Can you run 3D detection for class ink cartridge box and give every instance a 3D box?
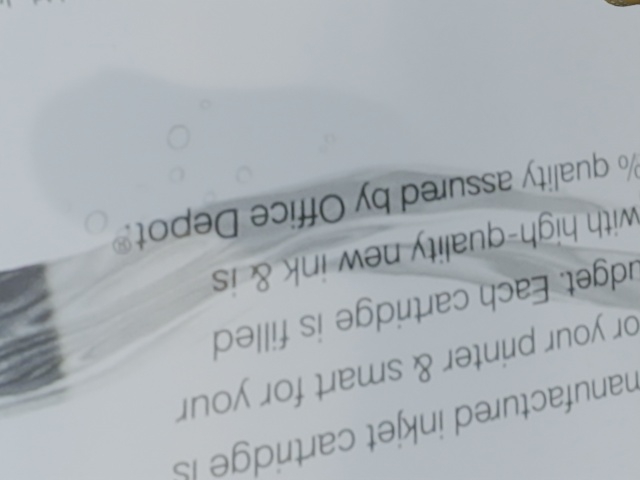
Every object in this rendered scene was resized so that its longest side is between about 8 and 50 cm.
[{"bbox_3d":[0.000,0.000,0.484,0.166,0.285,0.395,146,114,-67],"label":"ink cartridge box"}]

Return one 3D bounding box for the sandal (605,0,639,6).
[{"bbox_3d":[0.055,-0.072,0.293,0.072,0.180,0.049,-107,28,-48],"label":"sandal"}]
